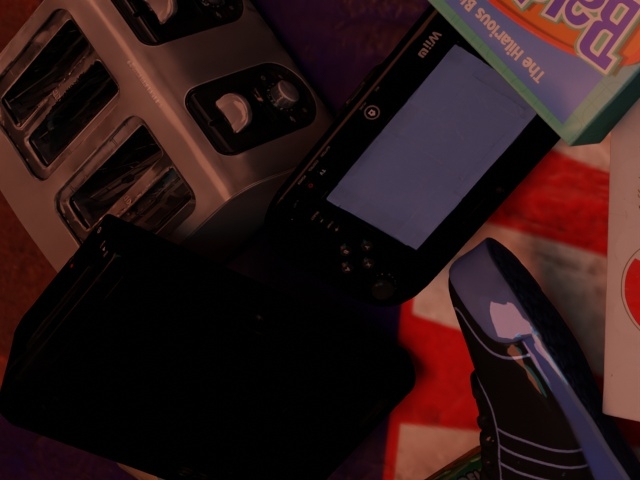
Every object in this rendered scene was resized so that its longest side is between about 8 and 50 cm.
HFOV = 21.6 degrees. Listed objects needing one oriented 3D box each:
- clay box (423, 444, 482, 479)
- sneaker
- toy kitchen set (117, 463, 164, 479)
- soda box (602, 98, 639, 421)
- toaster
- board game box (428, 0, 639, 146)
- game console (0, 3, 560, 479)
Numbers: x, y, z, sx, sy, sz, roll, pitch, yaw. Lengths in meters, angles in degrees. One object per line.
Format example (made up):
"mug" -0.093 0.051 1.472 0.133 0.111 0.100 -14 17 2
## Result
"clay box" 0.024 0.195 0.971 0.222 0.127 0.053 -40 80 37
"sneaker" 0.113 0.114 0.885 0.090 0.081 0.232 -28 98 15
"toy kitchen set" -0.072 0.204 1.084 0.122 0.166 0.207 20 152 30
"soda box" 0.187 -0.016 0.827 0.074 0.069 0.216 10 109 32
"toaster" -0.105 -0.065 0.992 0.186 0.110 0.168 -40 79 37
"board game box" 0.134 -0.171 0.753 0.160 0.047 0.210 48 115 15
"game console" 0.000 0.000 0.904 0.361 0.213 0.044 -50 35 23
